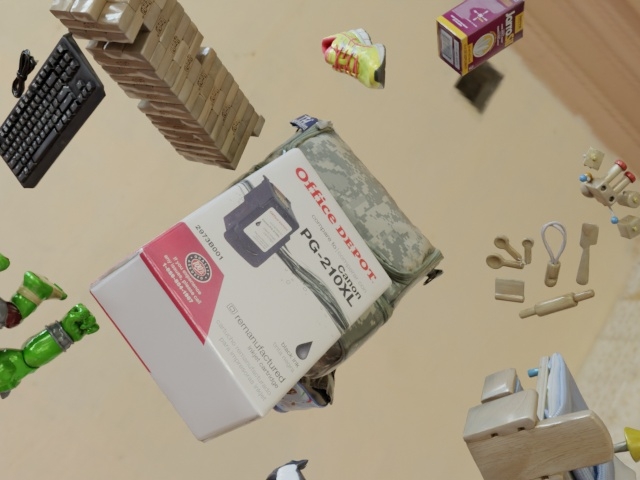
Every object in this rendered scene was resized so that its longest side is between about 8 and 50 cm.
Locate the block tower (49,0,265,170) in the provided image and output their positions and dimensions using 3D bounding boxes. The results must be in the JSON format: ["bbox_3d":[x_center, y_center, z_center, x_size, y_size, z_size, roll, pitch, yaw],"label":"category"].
[{"bbox_3d":[-0.186,-0.207,1.099,0.091,0.097,0.335,12,-20,28],"label":"block tower"}]

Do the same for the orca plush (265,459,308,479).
[{"bbox_3d":[-0.073,0.451,1.402,0.151,0.102,0.287,-5,10,-5],"label":"orca plush"}]

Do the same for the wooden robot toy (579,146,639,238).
[{"bbox_3d":[0.458,-0.085,1.436,0.173,0.076,0.079,48,-5,-18],"label":"wooden robot toy"}]

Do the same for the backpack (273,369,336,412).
[{"bbox_3d":[-0.070,0.230,1.831,0.213,0.277,0.263,-10,-40,25],"label":"backpack"}]

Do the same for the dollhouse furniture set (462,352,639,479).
[{"bbox_3d":[0.315,0.203,0.935,0.198,0.303,0.286,-20,-72,25],"label":"dollhouse furniture set"}]

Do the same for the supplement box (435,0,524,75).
[{"bbox_3d":[0.163,-0.217,0.912,0.043,0.083,0.055,48,-14,32],"label":"supplement box"}]

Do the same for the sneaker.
[{"bbox_3d":[0.057,-0.323,1.604,0.208,0.094,0.081,-122,-150,-59],"label":"sneaker"}]

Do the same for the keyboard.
[{"bbox_3d":[-0.302,-0.145,0.952,0.180,0.023,0.108,-40,-102,34],"label":"keyboard"}]

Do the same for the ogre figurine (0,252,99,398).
[{"bbox_3d":[-0.319,0.067,0.829,0.097,0.118,0.197,29,-11,40],"label":"ogre figurine"}]

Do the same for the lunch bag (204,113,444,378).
[{"bbox_3d":[0.000,0.000,1.268,0.305,0.256,0.212,48,-28,4],"label":"lunch bag"}]

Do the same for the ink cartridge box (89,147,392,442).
[{"bbox_3d":[-0.063,0.041,0.825,0.100,0.237,0.172,-31,-84,42],"label":"ink cartridge box"}]

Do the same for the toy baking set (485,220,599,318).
[{"bbox_3d":[0.437,0.059,1.731,0.256,0.030,0.197,-18,-66,34],"label":"toy baking set"}]
